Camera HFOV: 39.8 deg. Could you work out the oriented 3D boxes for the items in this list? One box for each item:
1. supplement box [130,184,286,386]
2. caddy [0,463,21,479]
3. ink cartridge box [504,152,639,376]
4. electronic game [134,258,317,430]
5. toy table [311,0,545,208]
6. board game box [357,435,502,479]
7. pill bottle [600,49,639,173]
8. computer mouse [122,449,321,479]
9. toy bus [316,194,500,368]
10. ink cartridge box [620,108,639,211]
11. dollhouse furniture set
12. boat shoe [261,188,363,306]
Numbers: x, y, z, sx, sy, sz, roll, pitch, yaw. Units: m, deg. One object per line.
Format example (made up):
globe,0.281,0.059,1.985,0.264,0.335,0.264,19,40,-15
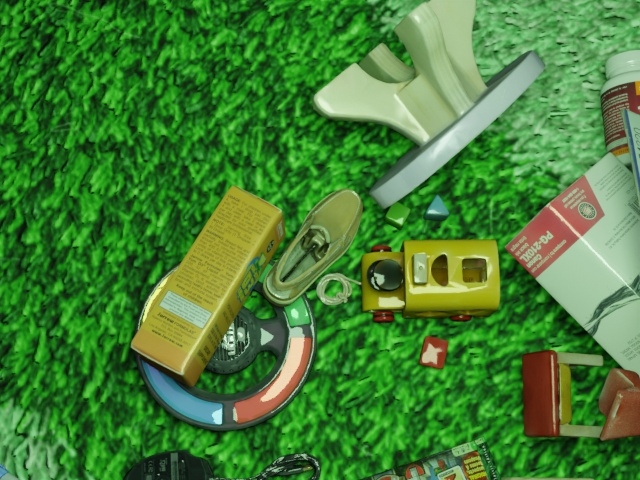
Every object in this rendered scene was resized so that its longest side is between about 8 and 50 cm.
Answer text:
supplement box,-0.130,0.053,1.065,0.080,0.078,0.233,25,72,12
caddy,-0.370,0.344,0.959,0.179,0.241,0.341,-44,80,-3
ink cartridge box,0.369,0.033,1.063,0.237,0.100,0.172,47,49,10
electronic game,-0.118,0.122,1.106,0.229,0.048,0.229,0,76,0
toy table,0.129,-0.189,1.094,0.274,0.252,0.161,-42,96,-20
board game box,0.096,0.322,0.989,0.259,0.030,0.136,-30,76,33
pill bottle,0.411,-0.165,1.153,0.086,0.086,0.152,-2,77,0
computer mouse,-0.119,0.292,1.076,0.242,0.041,0.071,-2,60,-5
toy bus,0.124,0.045,1.094,0.191,0.104,0.202,43,80,10
ink cartridge box,0.475,0.036,1.004,0.330,0.071,0.324,17,53,-16
dollhouse furniture set,0.274,0.302,0.962,0.152,0.201,0.374,6,76,-21
boat shoe,0.000,0.000,1.103,0.068,0.072,0.190,32,62,3
